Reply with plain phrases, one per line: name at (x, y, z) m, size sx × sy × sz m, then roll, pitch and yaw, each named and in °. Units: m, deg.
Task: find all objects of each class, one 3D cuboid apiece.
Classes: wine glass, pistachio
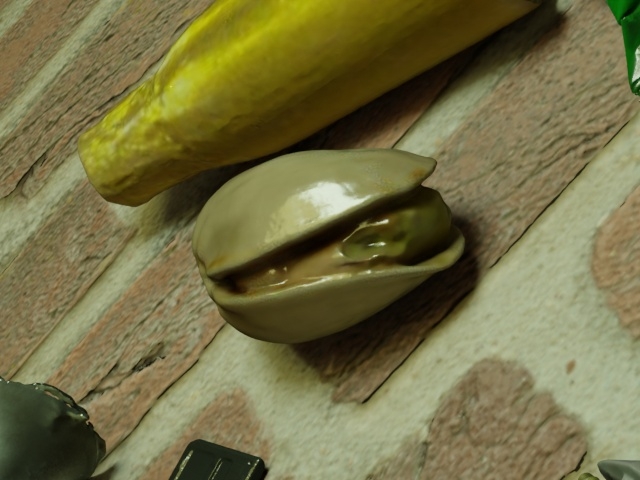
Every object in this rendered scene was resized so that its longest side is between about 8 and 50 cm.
wine glass at (-0.256, 0.229, 1.320) m, size 0.156 × 0.156 × 0.232 m, roll -28°, pitch 33°, yaw 30°
pistachio at (0.000, 0.000, 1.275) m, size 0.215 × 0.144 × 0.144 m, roll -13°, pitch 48°, yaw 30°

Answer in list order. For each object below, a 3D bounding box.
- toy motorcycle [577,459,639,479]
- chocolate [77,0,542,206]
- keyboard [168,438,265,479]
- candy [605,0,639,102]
toy motorcycle at (0.222, 0.150, 0.920) m, size 0.225 × 0.073 × 0.152 m, roll 4°, pitch 60°, yaw 49°
chocolate at (-0.026, -0.165, 1.437) m, size 0.445 × 0.162 × 0.162 m, roll -29°, pitch 40°, yaw 32°
keyboard at (-0.158, 0.312, 1.255) m, size 0.103 × 0.041 × 0.381 m, roll 8°, pitch 59°, yaw 53°
candy at (0.245, -0.193, 1.219) m, size 0.141 × 0.078 × 0.203 m, roll -47°, pitch 44°, yaw 27°
